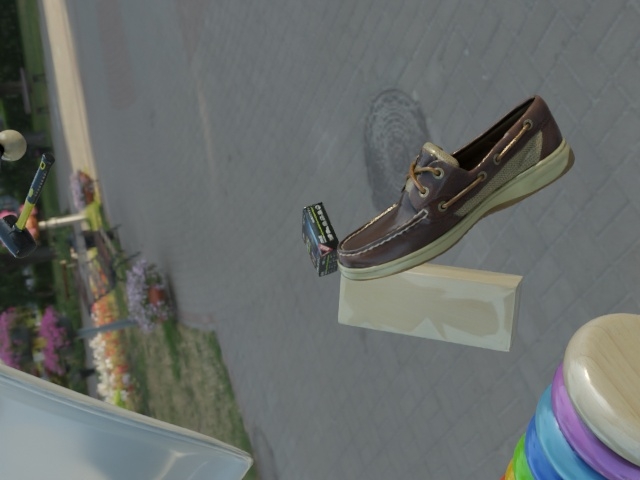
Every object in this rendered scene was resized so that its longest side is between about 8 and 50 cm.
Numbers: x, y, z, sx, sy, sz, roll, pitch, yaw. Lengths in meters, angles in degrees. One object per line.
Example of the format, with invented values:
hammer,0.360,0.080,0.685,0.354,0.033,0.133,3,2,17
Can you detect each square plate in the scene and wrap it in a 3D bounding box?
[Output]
square plate,-0.299,0.263,0.747,0.347,0.344,0.049,-54,25,22

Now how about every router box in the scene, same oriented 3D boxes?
router box,0.000,0.000,1.328,0.122,0.038,0.092,96,154,-66

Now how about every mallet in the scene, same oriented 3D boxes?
mallet,-0.417,-0.059,1.058,0.062,0.039,0.189,42,126,16

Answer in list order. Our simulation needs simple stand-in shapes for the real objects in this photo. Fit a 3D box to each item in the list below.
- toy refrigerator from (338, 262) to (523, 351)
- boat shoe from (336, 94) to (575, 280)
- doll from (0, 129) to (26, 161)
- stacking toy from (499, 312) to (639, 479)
toy refrigerator,0.172,0.093,1.173,0.094,0.270,0.102,-21,-64,-66
boat shoe,0.158,-0.073,0.967,0.123,0.342,0.123,60,-179,-21
doll,-0.410,-0.096,0.834,0.046,0.189,0.129,13,111,30
stacking toy,0.224,0.218,0.666,0.330,0.141,0.141,106,147,-43
